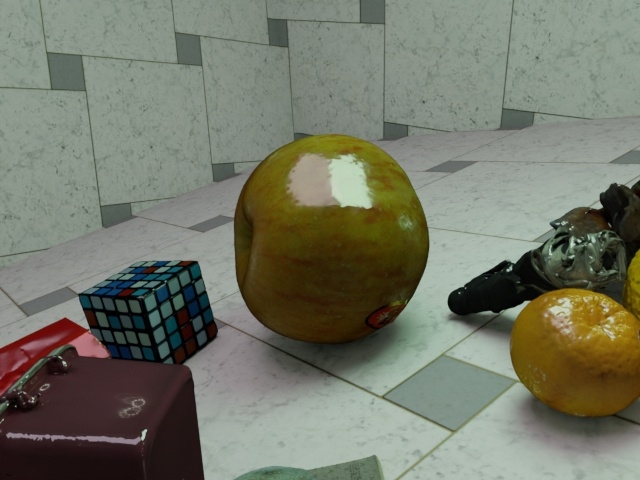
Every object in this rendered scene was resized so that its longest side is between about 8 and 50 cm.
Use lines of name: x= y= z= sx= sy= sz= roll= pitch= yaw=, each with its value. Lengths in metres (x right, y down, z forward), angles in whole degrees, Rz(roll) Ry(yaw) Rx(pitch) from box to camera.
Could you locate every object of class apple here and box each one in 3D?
apple: x=0.000 y=0.000 z=1.099 sx=0.334 sy=0.399 sz=0.400 roll=1 pitch=6 yaw=-38

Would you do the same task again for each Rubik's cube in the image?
Rubik's cube: x=-0.353 y=0.156 z=1.225 sx=0.184 sy=0.186 sz=0.182 roll=1 pitch=21 yaw=29

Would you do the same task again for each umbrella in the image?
umbrella: x=0.331 y=0.062 z=0.982 sx=0.113 sy=0.106 sz=0.358 roll=-20 pitch=-7 yaw=-30

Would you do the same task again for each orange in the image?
orange: x=0.347 y=0.150 z=0.791 sx=0.178 sy=0.155 sz=0.177 roll=7 pitch=55 yaw=-11

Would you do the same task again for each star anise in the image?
star anise: x=0.538 y=-0.012 z=1.040 sx=0.332 sy=0.331 sz=0.117 roll=-12 pitch=57 yaw=2

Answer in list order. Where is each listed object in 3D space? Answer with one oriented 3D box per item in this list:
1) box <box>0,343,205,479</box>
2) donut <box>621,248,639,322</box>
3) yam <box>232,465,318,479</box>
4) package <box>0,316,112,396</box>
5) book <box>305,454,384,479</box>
box: x=-0.228 y=0.272 z=0.644 sx=0.168 sy=0.293 sz=0.193 roll=0 pitch=20 yaw=5
donut: x=0.628 y=0.088 z=0.782 sx=0.436 sy=0.163 sz=0.378 roll=1 pitch=23 yaw=38
yam: x=-0.030 y=0.299 z=0.549 sx=0.108 sy=0.194 sz=0.107 roll=-12 pitch=21 yaw=5
package: x=-0.444 y=0.244 z=0.855 sx=0.196 sy=0.123 sz=0.423 roll=-33 pitch=-7 yaw=-39
book: x=-0.015 y=0.332 z=0.724 sx=0.199 sy=0.016 sz=0.138 roll=-13 pitch=17 yaw=2
